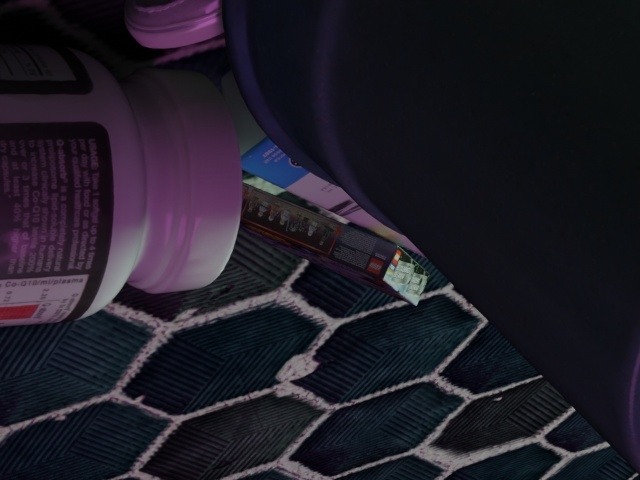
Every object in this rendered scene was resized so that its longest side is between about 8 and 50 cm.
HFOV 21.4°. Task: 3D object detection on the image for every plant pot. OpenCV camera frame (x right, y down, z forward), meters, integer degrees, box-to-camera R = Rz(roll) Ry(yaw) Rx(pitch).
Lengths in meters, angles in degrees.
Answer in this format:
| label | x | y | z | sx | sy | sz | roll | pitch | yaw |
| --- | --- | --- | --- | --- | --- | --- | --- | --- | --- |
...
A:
| label | x | y | z | sx | sy | sz | roll | pitch | yaw |
| --- | --- | --- | --- | --- | --- | --- | --- | --- | --- |
| plant pot | 0.169 | -0.068 | 0.830 | 0.341 | 0.334 | 0.341 | -16 | 133 | -18 |

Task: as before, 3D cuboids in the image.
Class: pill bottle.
| label | x | y | z | sx | sy | sz | roll | pitch | yaw |
| --- | --- | --- | --- | --- | --- | --- | --- | --- | --- |
| pill bottle | -0.195 | -0.029 | 0.937 | 0.278 | 0.162 | 0.162 | -2 | 147 | -30 |

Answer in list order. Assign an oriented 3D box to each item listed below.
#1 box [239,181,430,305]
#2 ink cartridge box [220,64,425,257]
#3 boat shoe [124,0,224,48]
| label | x | y | z | sx | sy | sz | roll | pitch | yaw |
| --- | --- | --- | --- | --- | --- | --- | --- | --- | --- |
| box | 0.000 | 0.000 | 1.155 | 0.027 | 0.137 | 0.094 | -66 | 160 | -4 |
| ink cartridge box | 0.054 | -0.078 | 1.072 | 0.139 | 0.082 | 0.191 | -35 | 141 | 29 |
| boat shoe | -0.032 | -0.170 | 0.908 | 0.184 | 0.066 | 0.063 | -26 | 141 | 11 |
